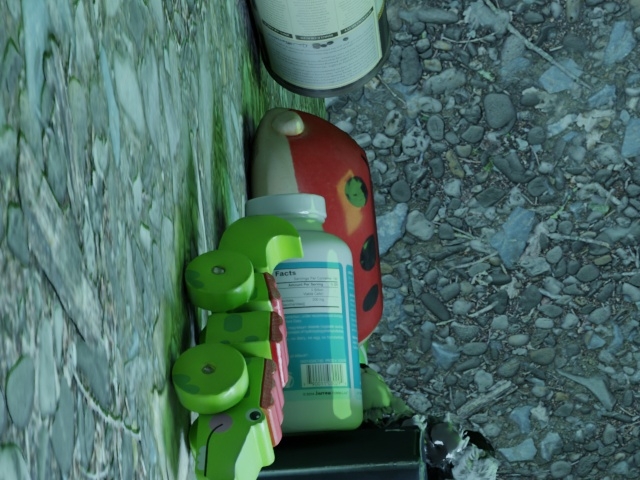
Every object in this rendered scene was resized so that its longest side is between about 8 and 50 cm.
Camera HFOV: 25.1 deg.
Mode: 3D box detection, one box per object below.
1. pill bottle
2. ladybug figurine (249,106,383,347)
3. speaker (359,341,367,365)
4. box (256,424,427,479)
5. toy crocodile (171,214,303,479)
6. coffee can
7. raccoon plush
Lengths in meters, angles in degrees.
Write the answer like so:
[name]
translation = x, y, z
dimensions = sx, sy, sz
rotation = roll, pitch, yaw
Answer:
[pill bottle]
translation = -0.032, 0.084, 1.605
dimensions = 0.146, 0.146, 0.264
rotation = 64, 22, -79
[ladybug figurine]
translation = 0.000, 0.000, 2.041
dimensions = 0.449, 0.162, 0.305
rotation = 81, 6, -45
[speaker]
translation = 0.020, 0.174, 2.396
dimensions = 0.296, 0.131, 0.131
rotation = -75, 160, -78
[box]
translation = 0.022, 0.416, 1.543
dimensions = 0.293, 0.212, 0.395
rotation = 16, 70, -85
[toy crocodile]
translation = -0.071, 0.109, 1.317
dimensions = 0.340, 0.105, 0.115
rotation = -89, 173, -51
[coffee can]
translation = -0.006, -0.362, 2.080
dimensions = 0.275, 0.202, 0.201
rotation = 77, 9, -63
[raccoon plush]
translation = 0.049, 0.383, 1.852
dimensions = 0.299, 0.216, 0.446
rotation = -15, -123, 66
